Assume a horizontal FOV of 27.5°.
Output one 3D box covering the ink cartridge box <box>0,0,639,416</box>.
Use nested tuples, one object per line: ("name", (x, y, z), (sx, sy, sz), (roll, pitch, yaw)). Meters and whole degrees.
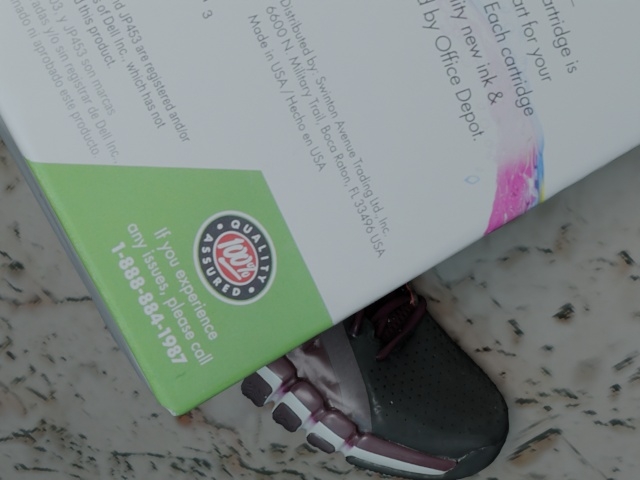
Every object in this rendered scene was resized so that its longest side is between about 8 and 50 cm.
("ink cartridge box", (0.038, -0.118, 0.510), (0.354, 0.119, 0.207), (-29, 111, -12))

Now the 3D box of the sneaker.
("sneaker", (0.000, 0.000, 0.679), (0.281, 0.106, 0.162), (32, 125, 3))
